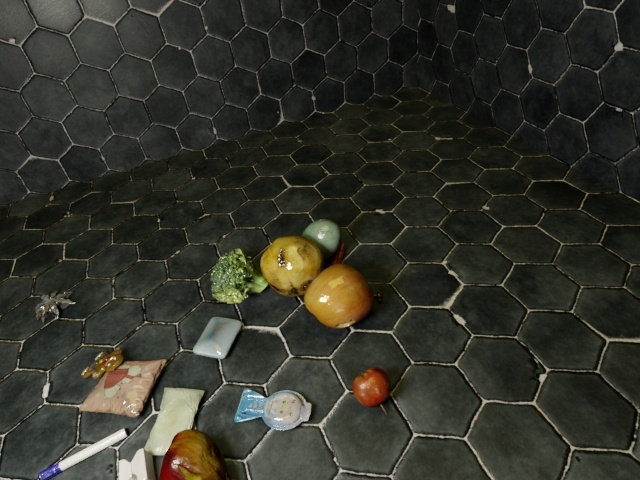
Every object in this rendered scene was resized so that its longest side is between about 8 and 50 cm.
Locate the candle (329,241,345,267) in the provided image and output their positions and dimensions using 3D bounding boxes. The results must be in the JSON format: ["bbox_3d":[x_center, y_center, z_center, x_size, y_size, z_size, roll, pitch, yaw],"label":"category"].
[{"bbox_3d":[0.064,0.111,1.885,0.048,0.051,0.329,-9,36,23],"label":"candle"}]

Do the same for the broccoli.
[{"bbox_3d":[-0.343,0.171,1.818,0.246,0.248,0.288,29,29,-10],"label":"broccoli"}]

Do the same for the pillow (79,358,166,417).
[{"bbox_3d":[-0.690,0.511,1.518,0.236,0.084,0.223,-1,38,12],"label":"pillow"}]

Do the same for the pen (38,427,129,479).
[{"bbox_3d":[-0.748,0.678,1.367,0.269,0.033,0.033,-25,42,-18],"label":"pen"}]

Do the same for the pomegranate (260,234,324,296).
[{"bbox_3d":[-0.112,0.103,1.767,0.261,0.260,0.260,-6,39,5],"label":"pomegranate"}]

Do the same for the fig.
[{"bbox_3d":[-0.315,0.643,1.211,0.291,0.190,0.190,0,40,14],"label":"fig"}]

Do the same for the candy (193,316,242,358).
[{"bbox_3d":[-0.392,0.368,1.645,0.138,0.071,0.174,5,41,17],"label":"candy"}]

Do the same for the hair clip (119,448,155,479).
[{"bbox_3d":[-0.499,0.750,1.186,0.101,0.085,0.330,-27,45,-6],"label":"hair clip"}]

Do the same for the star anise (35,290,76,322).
[{"bbox_3d":[-1.190,0.282,1.916,0.181,0.061,0.204,-23,40,-16],"label":"star anise"}]

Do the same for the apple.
[{"bbox_3d":[0.067,0.218,1.633,0.241,0.242,0.242,-35,44,-9],"label":"apple"}]

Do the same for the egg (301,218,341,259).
[{"bbox_3d":[0.000,0.000,1.903,0.169,0.236,0.169,18,47,-21],"label":"egg"}]

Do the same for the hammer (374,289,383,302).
[{"bbox_3d":[0.164,0.232,1.741,0.178,0.021,0.065,-6,40,5],"label":"hammer"}]

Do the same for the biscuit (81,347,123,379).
[{"bbox_3d":[-0.796,0.451,1.590,0.205,0.031,0.138,-12,30,38],"label":"biscuit"}]

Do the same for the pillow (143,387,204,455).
[{"bbox_3d":[-0.479,0.592,1.408,0.148,0.050,0.229,-7,42,12],"label":"pillow"}]

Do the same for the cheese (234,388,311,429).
[{"bbox_3d":[-0.151,0.545,1.395,0.245,0.052,0.135,1,40,13],"label":"cheese"}]

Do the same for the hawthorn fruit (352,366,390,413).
[{"bbox_3d":[0.167,0.471,1.370,0.125,0.125,0.140,-19,38,-12],"label":"hawthorn fruit"}]
